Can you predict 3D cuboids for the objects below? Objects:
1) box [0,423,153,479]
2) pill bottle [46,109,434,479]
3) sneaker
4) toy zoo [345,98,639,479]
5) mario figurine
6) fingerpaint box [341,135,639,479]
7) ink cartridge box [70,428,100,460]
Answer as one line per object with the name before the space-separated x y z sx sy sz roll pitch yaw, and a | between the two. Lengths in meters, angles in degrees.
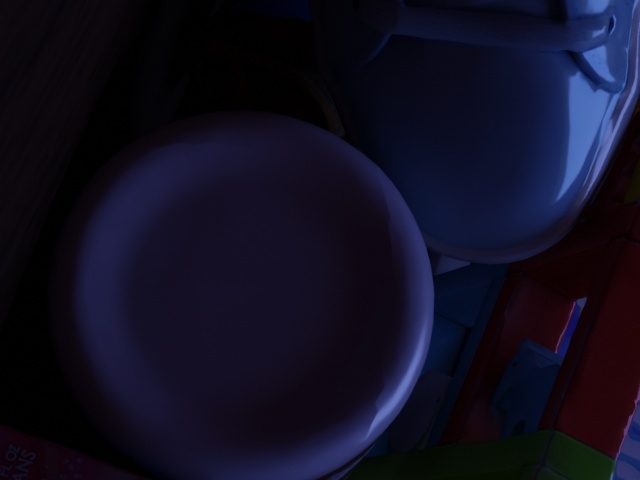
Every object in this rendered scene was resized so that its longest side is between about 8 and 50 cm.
box | -0.097 0.200 0.566 0.122 0.128 0.257 102 8 -75
pill bottle | -0.034 0.044 0.692 0.229 0.131 0.131 107 3 -76
sneaker | 0.044 -0.160 0.573 0.150 0.135 0.366 -44 134 -71
toy zoo | 0.085 0.018 0.710 0.293 0.030 0.192 -66 -165 -17
mario figurine | 0.077 -0.151 0.830 0.198 0.170 0.320 -3 -132 55
fingerpaint box | 0.040 0.122 0.956 0.371 0.163 0.445 -21 -137 56
ink cartridge box | -0.096 0.120 0.884 0.122 0.052 0.088 -69 178 -61
